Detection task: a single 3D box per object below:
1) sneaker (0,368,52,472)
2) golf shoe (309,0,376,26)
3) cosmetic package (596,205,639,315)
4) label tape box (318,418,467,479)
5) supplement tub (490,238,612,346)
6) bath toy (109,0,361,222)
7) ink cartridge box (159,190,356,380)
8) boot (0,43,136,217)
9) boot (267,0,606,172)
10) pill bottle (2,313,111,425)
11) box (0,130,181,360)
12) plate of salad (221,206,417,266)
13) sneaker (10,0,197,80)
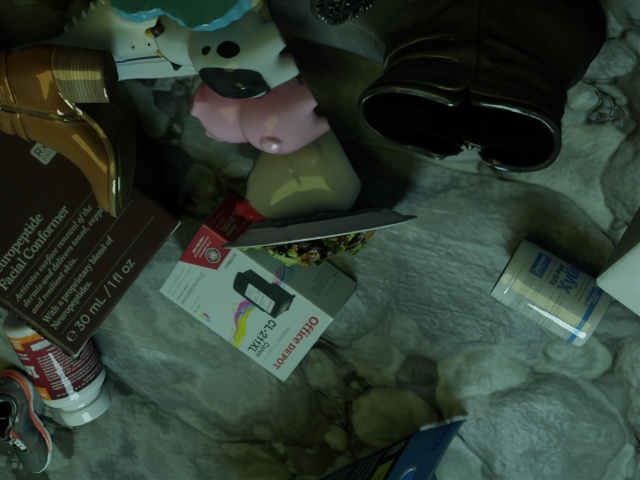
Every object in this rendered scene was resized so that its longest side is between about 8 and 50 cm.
[{"bbox_3d":[-0.391,0.241,2.176,0.061,0.065,0.158,3,124,25],"label":"sneaker"},{"bbox_3d":[0.025,-0.282,1.531,0.094,0.198,0.077,13,163,40],"label":"golf shoe"},{"bbox_3d":[0.377,-0.048,1.441,0.138,0.224,0.224,37,147,-1],"label":"cosmetic package"},{"bbox_3d":[0.027,0.362,1.928,0.348,0.249,0.115,-30,106,39],"label":"label tape box"},{"bbox_3d":[0.233,0.053,1.721,0.107,0.071,0.071,30,131,3],"label":"supplement tub"},{"bbox_3d":[-0.076,-0.138,1.646,0.129,0.151,0.348,-29,137,2],"label":"bath toy"},{"bbox_3d":[-0.068,0.051,1.871,0.175,0.072,0.127,36,131,0],"label":"ink cartridge box"},{"bbox_3d":[-0.273,-0.113,1.741,0.152,0.073,0.197,1,121,13],"label":"boot"},{"bbox_3d":[0.075,-0.173,1.537,0.338,0.222,0.118,9,128,21],"label":"boot"},{"bbox_3d":[-0.311,0.144,2.052,0.086,0.086,0.152,-9,118,32],"label":"pill bottle"},{"bbox_3d":[-0.355,-0.061,1.828,0.381,0.191,0.143,37,170,-5],"label":"box"},{"bbox_3d":[0.000,0.000,1.722,0.200,0.200,0.048,-6,94,30],"label":"plate of salad"},{"bbox_3d":[-0.213,-0.213,1.755,0.258,0.094,0.091,-4,109,20],"label":"sneaker"}]
